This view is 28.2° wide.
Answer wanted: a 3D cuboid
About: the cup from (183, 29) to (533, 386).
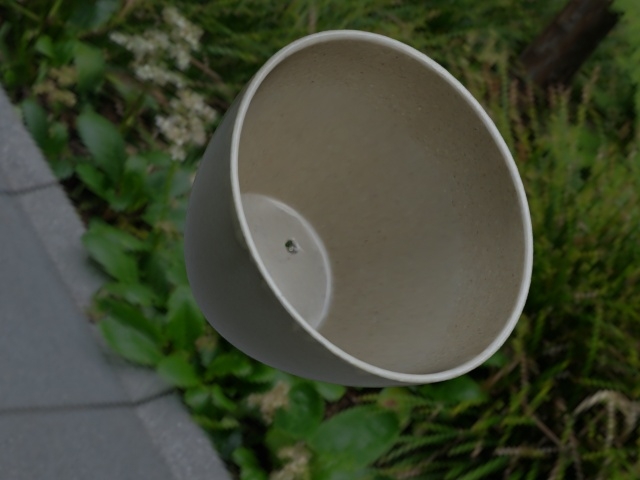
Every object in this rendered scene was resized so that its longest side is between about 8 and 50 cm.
[{"bbox_3d":[0.000,0.000,1.213,0.331,0.237,0.331,14,64,-31],"label":"cup"}]
